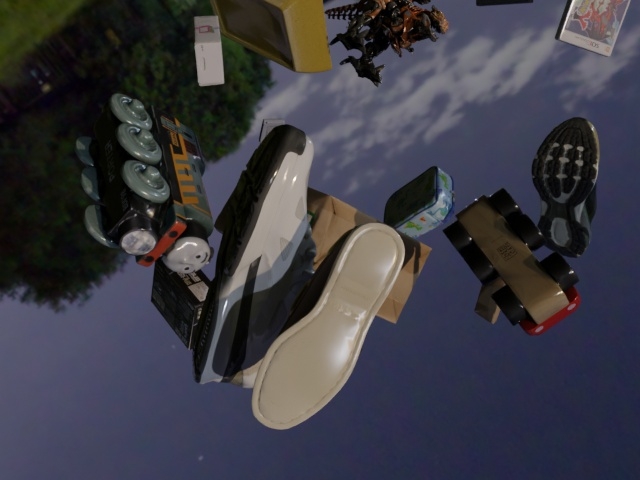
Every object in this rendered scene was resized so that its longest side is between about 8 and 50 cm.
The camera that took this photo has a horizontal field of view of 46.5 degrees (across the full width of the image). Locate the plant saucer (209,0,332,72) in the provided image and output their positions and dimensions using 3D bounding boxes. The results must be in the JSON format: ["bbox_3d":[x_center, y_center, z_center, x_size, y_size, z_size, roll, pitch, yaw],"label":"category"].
[{"bbox_3d":[-0.143,-0.531,1.728,0.333,0.332,0.081,30,-107,17],"label":"plant saucer"}]

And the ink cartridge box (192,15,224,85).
[{"bbox_3d":[-0.215,-0.365,1.431,0.052,0.088,0.122,-5,-140,-6],"label":"ink cartridge box"}]

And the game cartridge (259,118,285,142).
[{"bbox_3d":[-0.110,-0.252,1.715,0.083,0.056,0.017,114,-27,-60],"label":"game cartridge"}]

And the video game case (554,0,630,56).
[{"bbox_3d":[0.682,-0.573,1.838,0.023,0.183,0.201,39,-63,57],"label":"video game case"}]

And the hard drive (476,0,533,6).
[{"bbox_3d":[0.424,-0.589,1.707,0.135,0.094,0.022,10,-166,39],"label":"hard drive"}]

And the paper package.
[{"bbox_3d":[0.000,0.000,1.483,0.325,0.309,0.168,28,-87,53],"label":"paper package"}]

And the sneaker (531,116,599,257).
[{"bbox_3d":[0.626,-0.155,1.852,0.158,0.410,0.182,19,-128,27],"label":"sneaker"}]

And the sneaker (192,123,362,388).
[{"bbox_3d":[-0.031,0.047,1.193,0.169,0.258,0.447,-112,-142,-63],"label":"sneaker"}]

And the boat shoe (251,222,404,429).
[{"bbox_3d":[0.007,0.117,1.064,0.324,0.117,0.097,-60,-172,1],"label":"boat shoe"}]

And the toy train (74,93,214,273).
[{"bbox_3d":[-0.257,-0.090,1.136,0.142,0.190,0.334,-45,-138,21],"label":"toy train"}]

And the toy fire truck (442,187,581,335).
[{"bbox_3d":[0.310,0.071,1.208,0.158,0.246,0.217,-37,-126,8],"label":"toy fire truck"}]

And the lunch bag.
[{"bbox_3d":[0.280,-0.100,2.109,0.219,0.090,0.176,-35,-146,37],"label":"lunch bag"}]

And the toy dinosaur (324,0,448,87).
[{"bbox_3d":[0.144,-0.502,1.770,0.218,0.164,0.322,-55,-148,-12],"label":"toy dinosaur"}]

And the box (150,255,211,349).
[{"bbox_3d":[-0.312,0.136,1.731,0.077,0.147,0.180,-19,-131,-36],"label":"box"}]
